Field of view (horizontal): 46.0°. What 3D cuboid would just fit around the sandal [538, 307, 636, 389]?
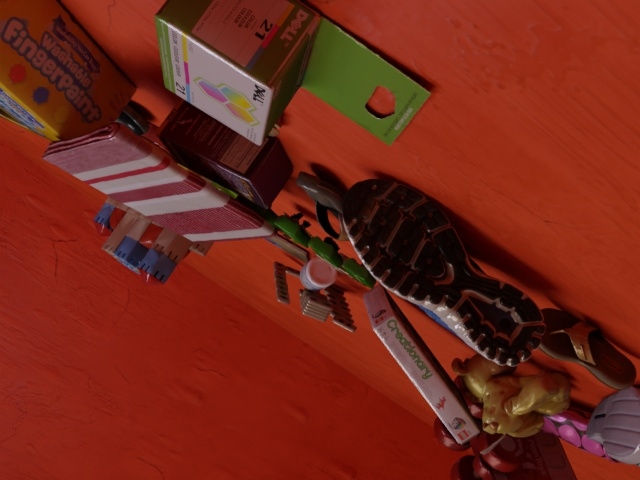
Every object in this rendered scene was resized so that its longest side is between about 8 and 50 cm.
[{"bbox_3d":[0.377,0.149,1.064,0.180,0.072,0.049,31,152,-3],"label":"sandal"}]

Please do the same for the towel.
[{"bbox_3d":[-0.254,-0.083,1.221,0.237,0.037,0.329,-3,153,45],"label":"towel"}]

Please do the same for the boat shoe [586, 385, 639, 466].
[{"bbox_3d":[0.536,0.314,1.246,0.119,0.121,0.335,21,176,12],"label":"boat shoe"}]

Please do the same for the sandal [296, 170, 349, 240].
[{"bbox_3d":[0.028,-0.035,1.188,0.090,0.060,0.219,22,170,39],"label":"sandal"}]

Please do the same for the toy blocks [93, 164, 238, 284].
[{"bbox_3d":[-0.360,-0.038,1.650,0.381,0.260,0.191,21,163,42],"label":"toy blocks"}]

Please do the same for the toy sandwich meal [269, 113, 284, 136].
[{"bbox_3d":[-0.085,-0.172,1.029,0.086,0.029,0.085,29,178,1],"label":"toy sandwich meal"}]

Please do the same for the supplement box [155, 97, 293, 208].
[{"bbox_3d":[-0.149,-0.138,1.179,0.188,0.080,0.104,27,166,21],"label":"supplement box"}]

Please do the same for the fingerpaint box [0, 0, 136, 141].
[{"bbox_3d":[-0.566,-0.350,1.174,0.371,0.163,0.445,24,166,28],"label":"fingerpaint box"}]

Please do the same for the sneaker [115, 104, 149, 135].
[{"bbox_3d":[-0.428,-0.215,1.437,0.228,0.130,0.087,21,157,33],"label":"sneaker"}]

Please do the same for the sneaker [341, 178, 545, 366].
[{"bbox_3d":[0.151,0.047,1.048,0.330,0.130,0.147,43,173,-8],"label":"sneaker"}]

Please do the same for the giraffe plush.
[{"bbox_3d":[0.349,0.280,1.446,0.170,0.210,0.181,58,179,37],"label":"giraffe plush"}]

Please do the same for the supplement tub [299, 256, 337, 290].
[{"bbox_3d":[-0.005,0.073,1.663,0.071,0.071,0.107,33,167,-3],"label":"supplement tub"}]

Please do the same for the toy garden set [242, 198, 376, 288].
[{"bbox_3d":[0.000,0.000,1.309,0.244,0.049,0.204,32,176,15],"label":"toy garden set"}]

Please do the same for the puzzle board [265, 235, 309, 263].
[{"bbox_3d":[-0.082,0.010,1.742,0.128,0.011,0.096,30,168,10],"label":"puzzle board"}]

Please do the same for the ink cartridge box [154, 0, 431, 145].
[{"bbox_3d":[-0.035,-0.161,0.790,0.255,0.097,0.189,33,167,-1],"label":"ink cartridge box"}]

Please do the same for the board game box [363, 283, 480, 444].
[{"bbox_3d":[0.198,0.243,1.514,0.305,0.053,0.193,53,-173,-14],"label":"board game box"}]

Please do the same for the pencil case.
[{"bbox_3d":[0.519,0.374,1.533,0.209,0.095,0.098,12,136,51],"label":"pencil case"}]

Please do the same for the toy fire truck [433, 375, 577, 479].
[{"bbox_3d":[0.411,0.433,1.658,0.254,0.302,0.169,8,132,-21],"label":"toy fire truck"}]

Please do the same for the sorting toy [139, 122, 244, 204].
[{"bbox_3d":[-0.250,-0.111,1.423,0.366,0.126,0.127,24,165,33],"label":"sorting toy"}]

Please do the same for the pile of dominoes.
[{"bbox_3d":[-0.010,0.117,1.770,0.196,0.040,0.251,22,-164,-13],"label":"pile of dominoes"}]
